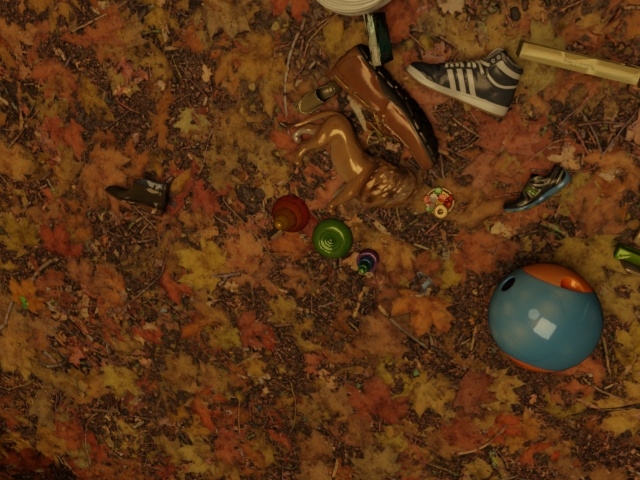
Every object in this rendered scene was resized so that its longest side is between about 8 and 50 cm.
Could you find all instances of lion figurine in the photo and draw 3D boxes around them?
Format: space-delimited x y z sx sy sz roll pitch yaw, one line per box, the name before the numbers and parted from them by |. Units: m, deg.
lion figurine | 0.076 -0.230 1.687 0.240 0.142 0.392 -34 99 28

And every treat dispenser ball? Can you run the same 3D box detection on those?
treat dispenser ball | 0.592 0.203 1.618 0.288 0.288 0.288 5 111 14

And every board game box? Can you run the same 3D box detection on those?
board game box | 0.148 -0.510 1.540 0.026 0.186 0.126 -7 108 18

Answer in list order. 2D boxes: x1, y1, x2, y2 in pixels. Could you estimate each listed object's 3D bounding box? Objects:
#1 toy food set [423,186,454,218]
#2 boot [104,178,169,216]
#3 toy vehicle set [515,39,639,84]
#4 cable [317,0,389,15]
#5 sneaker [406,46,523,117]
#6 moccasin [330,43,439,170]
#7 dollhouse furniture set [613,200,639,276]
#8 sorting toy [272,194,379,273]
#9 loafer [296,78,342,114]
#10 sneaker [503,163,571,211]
toy food set | 0.335 -0.109 1.725 0.082 0.020 0.083 35 116 2
boot | -0.583 -0.160 1.960 0.219 0.082 0.106 22 92 12
toy vehicle set | 0.604 -0.425 1.449 0.266 0.166 0.035 17 113 10
cable | 0.088 -0.680 1.506 0.257 0.089 0.257 -36 77 10
sneaker | 0.371 -0.435 1.549 0.282 0.099 0.153 23 119 0
moccasin | 0.172 -0.336 1.626 0.380 0.139 0.147 47 121 -7
dollhouse furniture set | 0.898 -0.034 1.515 0.197 0.151 0.302 24 114 7
sorting toy | 0.000 0.000 1.806 0.365 0.126 0.127 30 115 5
loafer | -0.009 -0.400 1.702 0.148 0.050 0.056 -32 98 24
sneaker | 0.571 -0.135 1.631 0.188 0.067 0.078 -36 75 26
